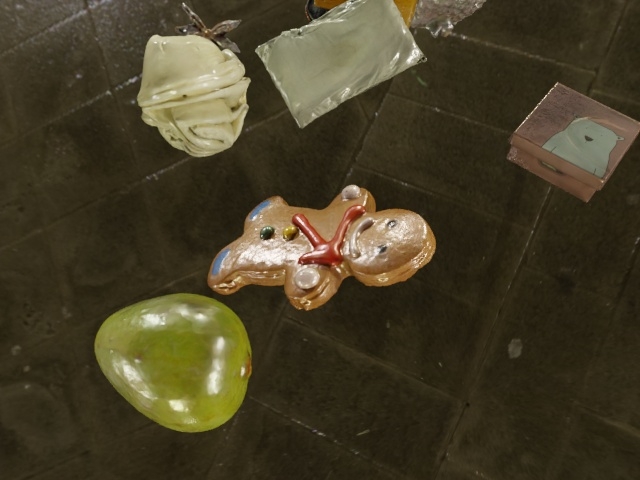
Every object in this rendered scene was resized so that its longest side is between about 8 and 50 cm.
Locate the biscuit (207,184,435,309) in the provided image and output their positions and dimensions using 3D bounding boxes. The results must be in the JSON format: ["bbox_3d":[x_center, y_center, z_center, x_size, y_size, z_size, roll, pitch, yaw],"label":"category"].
[{"bbox_3d":[-0.001,-0.001,0.790,0.324,0.049,0.205,7,51,36],"label":"biscuit"}]

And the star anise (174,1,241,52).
[{"bbox_3d":[-0.348,-0.622,1.823,0.208,0.063,0.172,14,106,-13],"label":"star anise"}]

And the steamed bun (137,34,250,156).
[{"bbox_3d":[-0.274,-0.336,1.388,0.203,0.289,0.276,30,44,22],"label":"steamed bun"}]

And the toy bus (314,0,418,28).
[{"bbox_3d":[0.084,-0.469,1.081,0.201,0.098,0.114,16,59,3],"label":"toy bus"}]

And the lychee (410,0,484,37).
[{"bbox_3d":[0.317,-0.807,1.710,0.380,0.380,0.432,-10,96,11],"label":"lychee"}]

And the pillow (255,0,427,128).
[{"bbox_3d":[0.030,-0.290,0.917,0.229,0.050,0.148,-27,97,8],"label":"pillow"}]

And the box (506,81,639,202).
[{"bbox_3d":[0.547,-0.216,1.285,0.215,0.086,0.215,34,61,20],"label":"box"}]

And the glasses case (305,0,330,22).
[{"bbox_3d":[0.075,-0.578,1.320,0.103,0.067,0.267,43,87,-10],"label":"glasses case"}]

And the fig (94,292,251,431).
[{"bbox_3d":[-0.293,0.225,1.160,0.326,0.258,0.258,14,79,14],"label":"fig"}]
